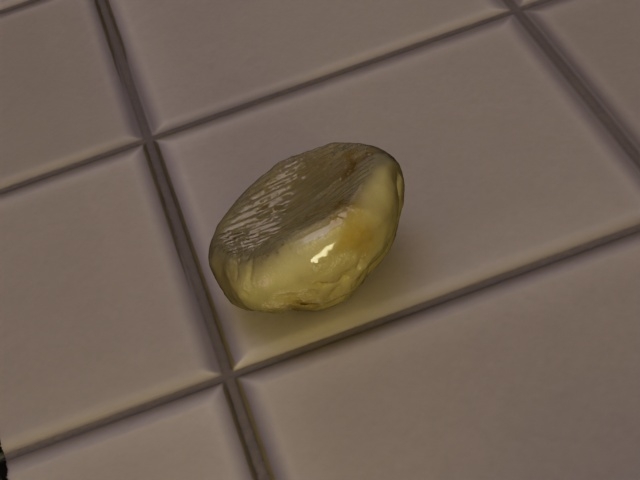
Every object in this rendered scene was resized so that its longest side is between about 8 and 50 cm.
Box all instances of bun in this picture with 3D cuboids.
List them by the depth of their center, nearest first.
[{"bbox_3d":[0.000,0.000,1.386,0.183,0.102,0.183,-27,25,14],"label":"bun"}]

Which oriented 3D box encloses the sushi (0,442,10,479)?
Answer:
[{"bbox_3d":[-0.337,0.160,1.368,0.139,0.031,0.201,-22,36,-7],"label":"sushi"}]
